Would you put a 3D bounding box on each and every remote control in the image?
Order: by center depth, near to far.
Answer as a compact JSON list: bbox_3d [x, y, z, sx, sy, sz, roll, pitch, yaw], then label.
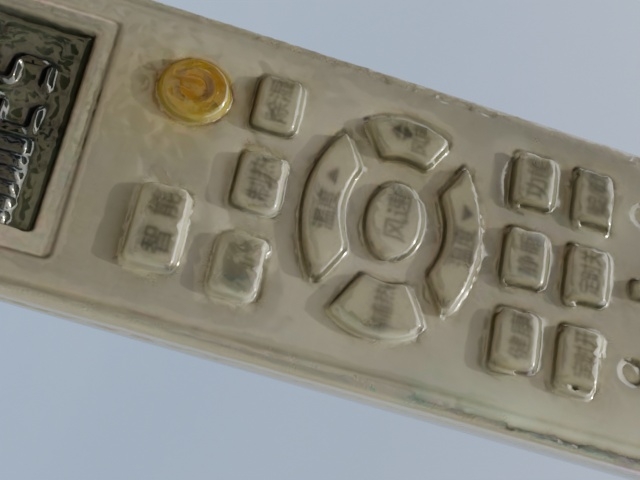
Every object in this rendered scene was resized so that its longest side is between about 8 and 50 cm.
[{"bbox_3d":[0.000,0.000,0.404,0.055,0.313,0.109,124,-19,-62],"label":"remote control"}]
